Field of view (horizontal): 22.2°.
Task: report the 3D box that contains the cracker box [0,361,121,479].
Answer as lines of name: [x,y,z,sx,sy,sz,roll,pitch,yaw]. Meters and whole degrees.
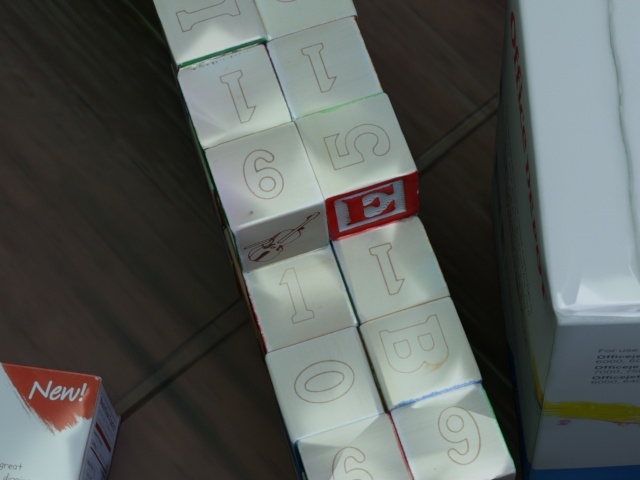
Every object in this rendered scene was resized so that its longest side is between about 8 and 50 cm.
cracker box: [-0.196,0.169,0.764,0.156,0.067,0.232,7,65,6]

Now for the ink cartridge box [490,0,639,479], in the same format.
ink cartridge box: [0.169,-0.003,0.728,0.168,0.232,0.171,-4,65,2]

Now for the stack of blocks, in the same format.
stack of blocks: [0.000,0.000,0.773,0.087,0.171,0.297,-17,66,-4]
